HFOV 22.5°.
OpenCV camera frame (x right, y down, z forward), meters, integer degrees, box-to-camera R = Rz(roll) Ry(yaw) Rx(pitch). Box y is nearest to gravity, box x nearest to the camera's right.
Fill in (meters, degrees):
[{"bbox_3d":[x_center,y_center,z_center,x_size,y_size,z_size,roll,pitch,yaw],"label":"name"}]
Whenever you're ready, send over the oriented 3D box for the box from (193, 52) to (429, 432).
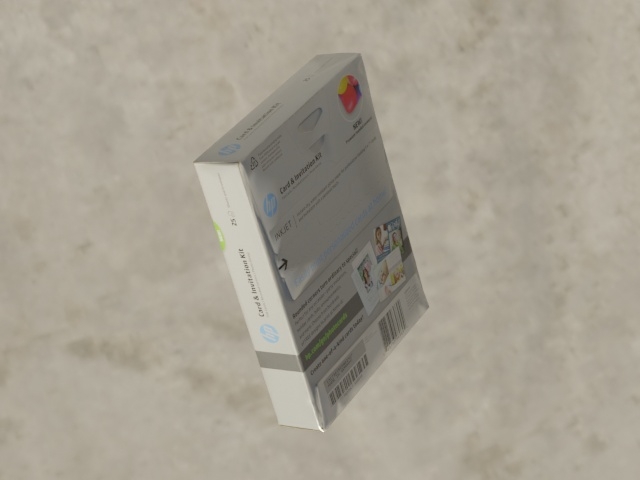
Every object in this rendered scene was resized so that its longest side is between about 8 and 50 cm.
[{"bbox_3d":[0.000,0.000,0.988,0.038,0.145,0.186,3,123,33],"label":"box"}]
